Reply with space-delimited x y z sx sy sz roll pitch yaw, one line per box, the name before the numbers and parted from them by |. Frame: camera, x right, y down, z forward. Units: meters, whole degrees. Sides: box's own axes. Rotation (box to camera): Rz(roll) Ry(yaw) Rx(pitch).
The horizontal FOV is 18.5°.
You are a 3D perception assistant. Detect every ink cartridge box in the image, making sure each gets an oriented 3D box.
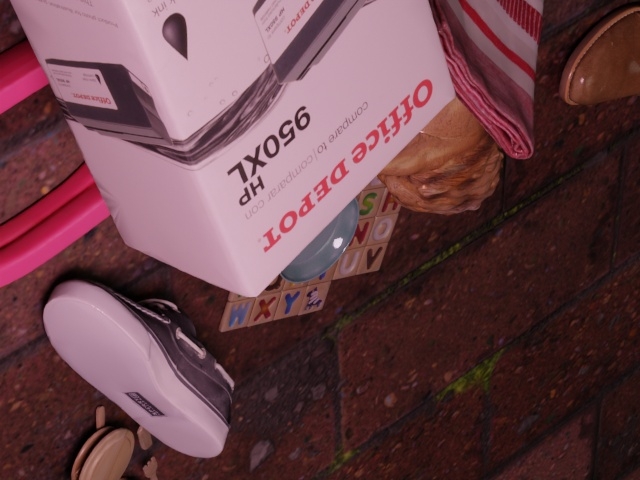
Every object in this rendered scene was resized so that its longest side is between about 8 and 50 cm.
ink cartridge box | -0.074 -0.197 1.572 0.285 0.166 0.395 -45 136 -25

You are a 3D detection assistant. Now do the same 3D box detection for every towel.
towel | 0.168 -0.274 1.918 0.237 0.037 0.329 42 49 -50

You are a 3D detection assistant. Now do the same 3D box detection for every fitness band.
fitness band | -0.271 -0.069 1.762 0.291 0.054 0.209 -37 143 -23

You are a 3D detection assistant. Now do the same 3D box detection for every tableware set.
tableware set | -0.234 0.263 2.124 0.128 0.039 0.194 -48 154 -28

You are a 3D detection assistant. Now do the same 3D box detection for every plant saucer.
plant saucer | -0.009 -0.009 2.138 0.119 0.021 0.119 -31 141 -29

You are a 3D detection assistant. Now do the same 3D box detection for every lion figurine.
lion figurine | 0.123 -0.179 2.035 0.240 0.142 0.392 -8 135 -29

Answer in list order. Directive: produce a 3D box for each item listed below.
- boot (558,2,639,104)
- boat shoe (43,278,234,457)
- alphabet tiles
boot | 0.416 -0.219 2.382 0.305 0.115 0.112 -22 137 -36
boat shoe | -0.174 0.109 2.006 0.301 0.108 0.102 49 48 -43
alphabet tiles | 0.000 0.000 2.184 0.237 0.009 0.198 -11 128 -44
